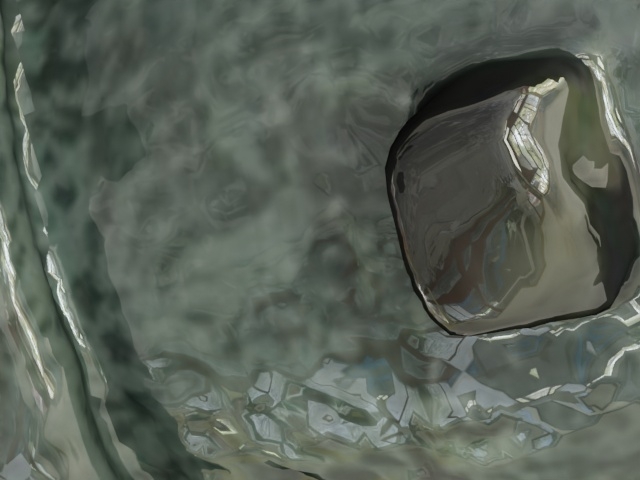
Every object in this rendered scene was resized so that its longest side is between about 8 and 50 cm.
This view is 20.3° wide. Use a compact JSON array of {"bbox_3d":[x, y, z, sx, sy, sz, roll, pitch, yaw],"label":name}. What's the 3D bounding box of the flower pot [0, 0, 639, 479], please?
[{"bbox_3d":[0.000,0.000,0.486,0.283,0.299,0.299,-11,-139,26],"label":"flower pot"}]
